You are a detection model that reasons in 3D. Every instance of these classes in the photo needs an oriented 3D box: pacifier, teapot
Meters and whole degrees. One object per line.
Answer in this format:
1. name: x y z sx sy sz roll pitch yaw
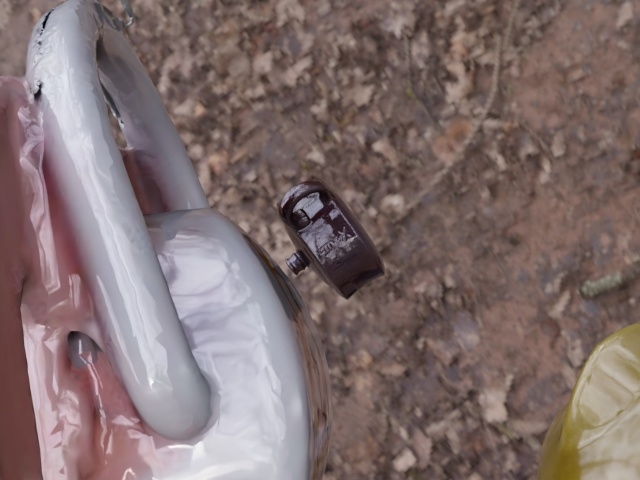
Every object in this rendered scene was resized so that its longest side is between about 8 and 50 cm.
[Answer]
1. pacifier: -0.100 0.069 0.454 0.220 0.332 0.273 44 89 6
2. teapot: 0.000 0.000 0.636 0.045 0.100 0.068 -38 56 -1

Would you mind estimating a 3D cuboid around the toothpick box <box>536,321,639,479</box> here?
1. toothpick box: 0.470 0.301 1.384 0.425 0.409 0.409 40 82 17
